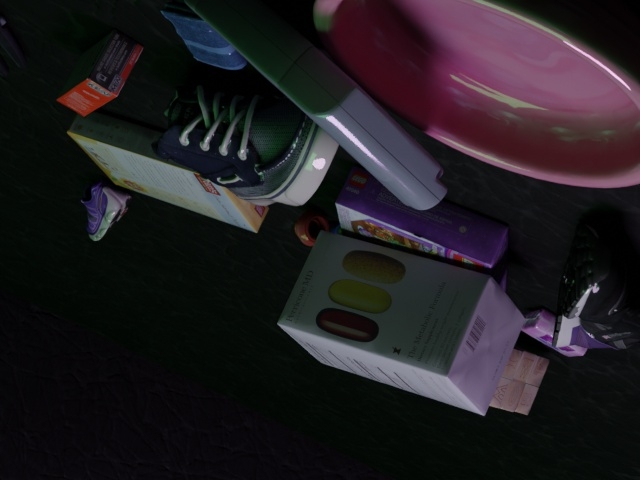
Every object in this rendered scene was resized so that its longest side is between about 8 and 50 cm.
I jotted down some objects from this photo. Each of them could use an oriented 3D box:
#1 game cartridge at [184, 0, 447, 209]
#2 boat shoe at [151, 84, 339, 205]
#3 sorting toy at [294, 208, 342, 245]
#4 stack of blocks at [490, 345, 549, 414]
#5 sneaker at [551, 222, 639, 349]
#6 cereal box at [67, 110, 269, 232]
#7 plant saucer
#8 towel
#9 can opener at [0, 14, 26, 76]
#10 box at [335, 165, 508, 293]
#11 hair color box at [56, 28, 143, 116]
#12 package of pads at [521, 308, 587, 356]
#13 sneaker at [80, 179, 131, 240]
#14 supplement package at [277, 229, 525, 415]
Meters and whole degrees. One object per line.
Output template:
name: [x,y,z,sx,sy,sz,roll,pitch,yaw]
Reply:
game cartridge: [-0.014,-0.152,1.633,0.198,0.062,0.297,35,-173,-41]
boat shoe: [-0.089,-0.115,1.930,0.158,0.127,0.340,22,167,-14]
sorting toy: [0.000,0.000,2.301,0.042,0.061,0.102,5,131,53]
stack of blocks: [0.161,0.149,2.336,0.171,0.087,0.297,22,-179,35]
sneaker: [0.334,0.056,1.941,0.124,0.107,0.283,9,166,6]
cereal box: [-0.202,-0.094,2.330,0.240,0.047,0.173,18,163,24]
plant saucer: [0.158,-0.161,1.491,0.332,0.084,0.332,23,164,7]
towel: [-0.121,-0.218,1.839,0.067,0.029,0.119,19,163,21]
can opener: [-0.406,-0.253,2.147,0.059,0.073,0.186,-19,156,9]
box: [0.130,0.018,2.159,0.201,0.057,0.293,23,164,12]
hair color box: [-0.261,-0.196,2.049,0.043,0.072,0.141,31,164,-16]
package of pads: [0.305,0.120,2.265,0.083,0.032,0.050,30,165,-15]
sneaker: [-0.336,-0.055,2.676,0.071,0.068,0.170,41,155,0]
supplement package: [0.097,0.098,2.099,0.244,0.139,0.134,15,162,32]
